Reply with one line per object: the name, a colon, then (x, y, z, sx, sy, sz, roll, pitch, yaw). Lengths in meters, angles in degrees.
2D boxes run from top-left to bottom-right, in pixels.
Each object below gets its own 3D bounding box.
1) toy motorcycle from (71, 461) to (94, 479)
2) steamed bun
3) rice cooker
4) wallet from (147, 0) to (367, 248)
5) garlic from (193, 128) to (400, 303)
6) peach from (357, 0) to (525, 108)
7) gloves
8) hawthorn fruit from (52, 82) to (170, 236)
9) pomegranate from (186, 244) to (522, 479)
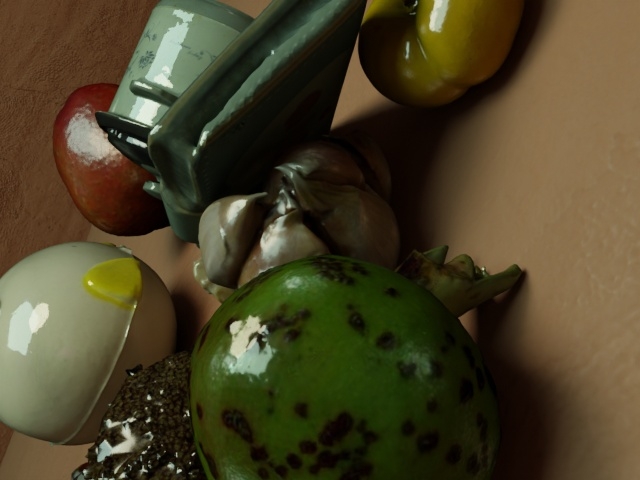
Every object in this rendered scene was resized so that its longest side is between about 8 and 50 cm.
toy motorcycle: (-0.219, 0.344, 0.764, 0.207, 0.134, 0.401, -43, 30, -7)
steamed bun: (-0.393, 0.160, 1.102, 0.373, 0.333, 0.334, 13, 82, 59)
rice cooker: (-0.179, -0.196, 1.016, 0.317, 0.264, 0.317, -58, -18, -32)
wallet: (-0.063, -0.104, 0.698, 0.252, 0.083, 0.360, -47, -7, -15)
garlic: (0.000, 0.000, 0.621, 0.160, 0.214, 0.191, 59, 151, 6)
peach: (0.108, -0.203, 0.622, 0.179, 0.103, 0.179, -36, 47, 51)
gloves: (-0.127, 0.221, 0.664, 0.135, 0.210, 0.312, 82, 172, -45)
hawthorn fruit: (-0.361, -0.156, 1.291, 0.295, 0.311, 0.295, -36, 26, 21)
pomegranate: (0.029, 0.088, 0.454, 0.263, 0.211, 0.211, -51, 18, -23)
